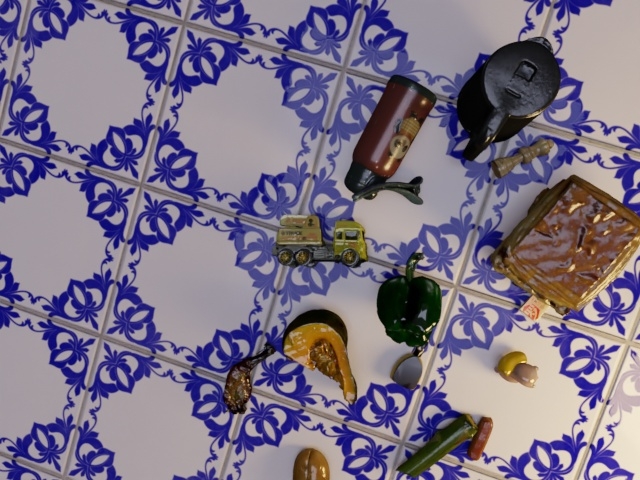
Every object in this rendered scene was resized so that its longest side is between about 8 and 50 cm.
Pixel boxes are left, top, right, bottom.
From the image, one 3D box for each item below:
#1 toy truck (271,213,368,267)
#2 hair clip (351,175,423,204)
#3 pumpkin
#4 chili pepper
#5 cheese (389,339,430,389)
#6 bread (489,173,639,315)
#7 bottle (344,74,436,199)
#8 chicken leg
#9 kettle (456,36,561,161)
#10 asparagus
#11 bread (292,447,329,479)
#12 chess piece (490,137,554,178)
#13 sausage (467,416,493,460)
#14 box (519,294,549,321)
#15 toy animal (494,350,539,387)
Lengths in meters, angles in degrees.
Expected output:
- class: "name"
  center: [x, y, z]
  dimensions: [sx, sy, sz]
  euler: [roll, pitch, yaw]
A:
- class: "toy truck"
  center: [0.000, 0.000, 1.516]
  dimensions: [0.272, 0.124, 0.157]
  euler: [0, 84, 10]
- class: "hair clip"
  center: [0.182, -0.135, 1.432]
  dimensions: [0.048, 0.275, 0.083]
  euler: [9, 101, 49]
- class: "pumpkin"
  center: [-0.004, 0.344, 1.532]
  dimensions: [0.189, 0.139, 0.281]
  euler: [-11, 90, 4]
- class: "chili pepper"
  center: [0.257, 0.161, 1.479]
  dimensions: [0.173, 0.261, 0.165]
  euler: [-5, 135, 22]
- class: "cheese"
  center: [0.272, 0.353, 1.550]
  dimensions: [0.086, 0.036, 0.163]
  euler: [27, 97, 7]
- class: "bread"
  center: [0.650, 0.008, 1.411]
  dimensions: [0.277, 0.167, 0.325]
  euler: [35, 107, 3]
- class: "bottle"
  center: [0.181, -0.274, 1.464]
  dimensions: [0.143, 0.144, 0.336]
  euler: [29, 100, 4]
- class: "chicken leg"
  center: [-0.228, 0.415, 1.610]
  dimensions: [0.105, 0.051, 0.253]
  euler: [29, 96, -2]
- class: "kettle"
  center: [0.441, -0.353, 1.336]
  dimensions: [0.262, 0.308, 0.203]
  euler: [-31, 89, 8]
- class: "asparagus"
  center: [0.341, 0.612, 1.550]
  dimensions: [0.067, 0.060, 0.277]
  euler: [44, 99, -8]
- class: "bread"
  center: [-0.029, 0.726, 1.599]
  dimensions: [0.114, 0.077, 0.190]
  euler: [-1, 92, 3]
- class: "chess piece"
  center: [0.561, -0.232, 1.458]
  dimensions: [0.171, 0.060, 0.060]
  euler: [-25, 91, 6]
- class: "sausage"
  center: [0.468, 0.575, 1.542]
  dimensions: [0.041, 0.039, 0.131]
  euler: [22, 96, 12]
- class: "box"
  center: [0.619, 0.179, 1.504]
  dimensions: [0.058, 0.015, 0.093]
  euler: [40, 97, 1]
- class: "toy animal"
  center: [0.558, 0.369, 1.502]
  dimensions: [0.114, 0.082, 0.091]
  euler: [23, 54, 20]
